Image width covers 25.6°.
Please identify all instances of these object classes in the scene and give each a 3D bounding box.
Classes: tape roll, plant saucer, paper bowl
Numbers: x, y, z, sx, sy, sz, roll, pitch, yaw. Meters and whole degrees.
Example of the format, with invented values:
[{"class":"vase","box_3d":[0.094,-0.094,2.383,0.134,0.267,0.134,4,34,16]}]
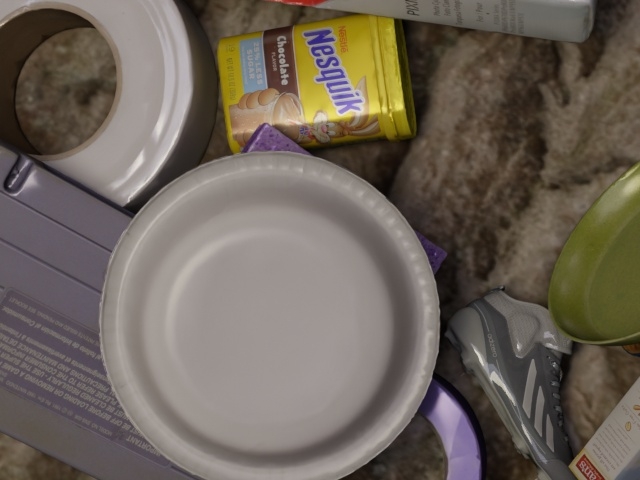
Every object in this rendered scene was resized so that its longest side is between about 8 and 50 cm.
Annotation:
[{"class":"tape roll","box_3d":[0.055,0.202,1.280,0.189,0.080,0.189,-1,87,10]},{"class":"plant saucer","box_3d":[0.296,0.001,1.191,0.241,0.241,0.037,-46,110,5]},{"class":"paper bowl","box_3d":[-0.041,0.067,1.166,0.284,0.148,0.284,0,92,-1]},{"class":"tape roll","box_3d":[-0.246,-0.145,1.348,0.286,0.100,0.286,-1,87,11]}]

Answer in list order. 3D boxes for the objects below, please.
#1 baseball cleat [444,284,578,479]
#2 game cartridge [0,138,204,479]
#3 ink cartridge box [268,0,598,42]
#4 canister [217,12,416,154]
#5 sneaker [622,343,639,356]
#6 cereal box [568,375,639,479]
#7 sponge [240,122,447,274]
[{"class":"baseball cleat","box_3d":[0.200,0.135,1.263,0.109,0.072,0.206,-33,85,0]},{"class":"game cartridge","box_3d":[-0.195,0.091,1.272,0.355,0.068,0.230,31,97,-18]},{"class":"ink cartridge box","box_3d":[0.079,-0.356,1.273,0.385,0.091,0.308,10,74,10]},{"class":"canister","box_3d":[-0.004,-0.144,1.317,0.170,0.073,0.126,-8,85,11]},{"class":"sneaker","box_3d":[0.382,-0.001,1.235,0.296,0.112,0.131,-26,66,5]},{"class":"cereal box","box_3d":[0.327,0.111,1.146,0.047,0.173,0.240,54,126,33]},{"class":"sponge","box_3d":[0.000,0.000,1.283,0.210,0.031,0.117,35,83,-11]}]
